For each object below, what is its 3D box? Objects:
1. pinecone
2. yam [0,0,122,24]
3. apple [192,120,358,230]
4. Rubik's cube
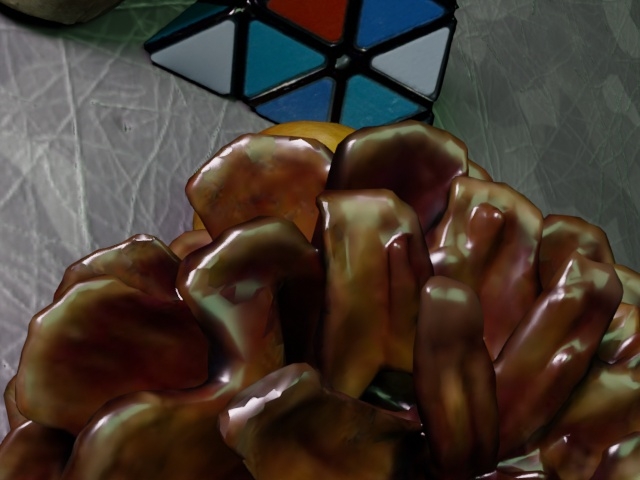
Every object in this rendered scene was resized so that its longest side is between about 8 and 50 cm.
[{"bbox_3d":[0.018,0.135,0.484,0.398,0.398,0.397,17,61,-34],"label":"pinecone"},{"bbox_3d":[-0.123,-0.271,0.666,0.161,0.268,0.161,36,38,-35],"label":"yam"},{"bbox_3d":[0.000,0.000,0.707,0.182,0.155,0.182,15,64,-32],"label":"apple"},{"bbox_3d":[0.022,-0.247,0.841,0.284,0.250,0.234,19,40,-27],"label":"Rubik's cube"}]
